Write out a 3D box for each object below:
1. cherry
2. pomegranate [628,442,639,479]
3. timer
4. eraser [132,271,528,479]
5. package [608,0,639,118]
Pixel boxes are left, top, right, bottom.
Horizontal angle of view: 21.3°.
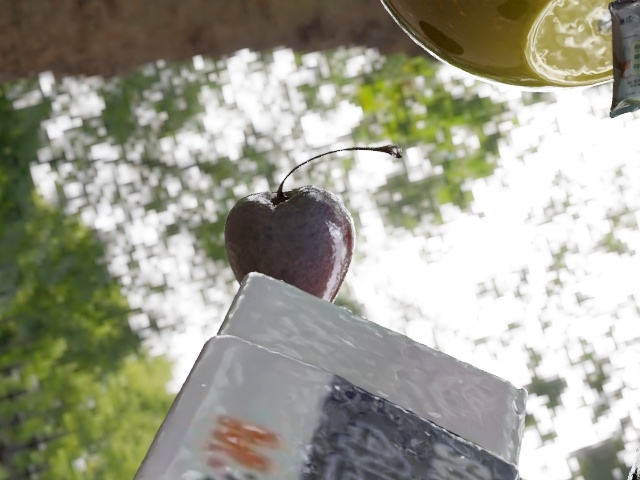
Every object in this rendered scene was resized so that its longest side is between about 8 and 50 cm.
[{"bbox_3d":[0.000,0.007,1.626,0.115,0.188,0.148,53,33,-63],"label":"cherry"},{"bbox_3d":[0.192,0.088,0.520,0.246,0.198,0.198,37,33,-79],"label":"pomegranate"},{"bbox_3d":[0.176,-0.327,1.457,0.376,0.376,0.387,100,-26,-52],"label":"timer"},{"bbox_3d":[-0.008,0.113,0.549,0.086,0.130,0.287,-63,-178,24],"label":"eraser"},{"bbox_3d":[0.222,-0.131,1.208,0.110,0.037,0.015,80,-3,-48],"label":"package"}]
